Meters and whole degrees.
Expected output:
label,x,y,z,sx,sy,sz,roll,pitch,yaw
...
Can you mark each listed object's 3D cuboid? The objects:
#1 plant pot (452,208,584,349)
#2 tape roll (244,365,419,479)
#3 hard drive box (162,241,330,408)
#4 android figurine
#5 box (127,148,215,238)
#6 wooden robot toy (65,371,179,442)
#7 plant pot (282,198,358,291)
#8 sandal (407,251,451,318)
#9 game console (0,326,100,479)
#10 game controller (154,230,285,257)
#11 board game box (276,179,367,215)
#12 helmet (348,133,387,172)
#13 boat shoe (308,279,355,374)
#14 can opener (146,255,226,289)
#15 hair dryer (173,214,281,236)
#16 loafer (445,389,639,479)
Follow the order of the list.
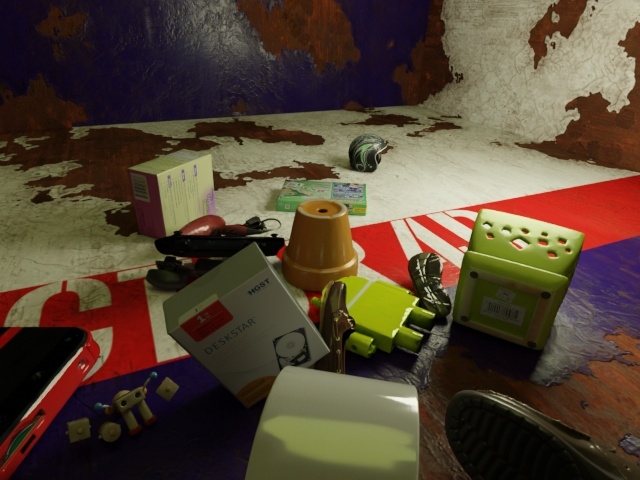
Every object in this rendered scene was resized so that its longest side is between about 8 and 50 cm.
label,x,y,z,sx,sy,sz,roll,pitch,yaw
plant pot,0.418,0.092,0.938,0.228,0.227,0.207,17,38,25
tape roll,0.020,0.287,0.511,0.169,0.246,0.246,6,28,10
hard drive box,-0.119,0.149,0.722,0.181,0.232,0.089,-34,35,-5
android figurine,0.111,0.161,0.957,0.273,0.056,0.248,16,31,24
box,-0.459,-0.152,1.349,0.117,0.213,0.243,14,31,22
wooden robot toy,-0.330,0.285,0.715,0.173,0.076,0.079,-25,2,-40
plant pot,0.000,0.000,1.114,0.205,0.188,0.205,1,28,-1
sandal,0.272,0.113,1.063,0.090,0.060,0.219,-6,42,-1
game console,-0.609,0.279,0.709,0.342,0.060,0.386,-2,27,5
game controller,-0.255,0.009,1.106,0.319,0.067,0.166,2,2,-38
board game box,0.010,-0.163,1.577,0.317,0.046,0.213,4,29,3
helmet,0.210,-0.397,1.908,0.169,0.161,0.169,1,28,-1
boat shoe,0.034,0.177,0.839,0.073,0.073,0.207,-1,61,22
can opener,-0.290,0.091,1.073,0.280,0.074,0.093,3,61,7
hair dryer,-0.281,-0.042,1.238,0.293,0.080,0.223,-15,9,-23
loafer,0.351,0.334,0.596,0.366,0.134,0.130,29,14,26
